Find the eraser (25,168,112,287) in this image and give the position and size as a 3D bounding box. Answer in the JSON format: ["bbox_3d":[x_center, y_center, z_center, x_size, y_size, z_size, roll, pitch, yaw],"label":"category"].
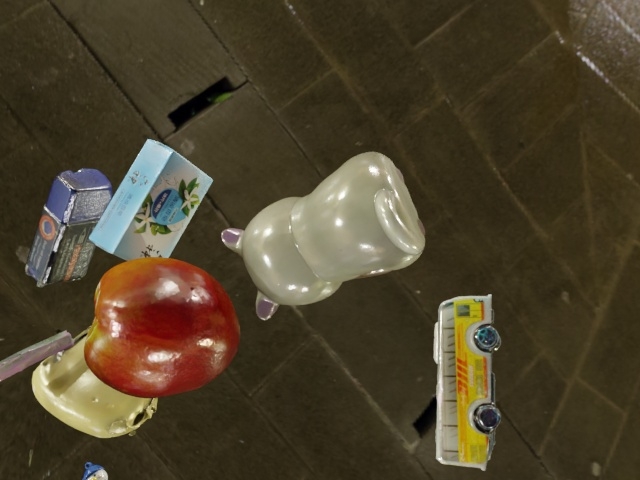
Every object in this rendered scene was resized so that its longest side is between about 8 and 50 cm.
[{"bbox_3d":[-0.660,-0.029,1.688,0.101,0.332,0.155,40,28,20],"label":"eraser"}]

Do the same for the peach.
[{"bbox_3d":[-0.269,0.153,1.139,0.274,0.245,0.249,9,72,-26],"label":"peach"}]

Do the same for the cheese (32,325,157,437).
[{"bbox_3d":[-0.552,0.371,1.632,0.315,0.128,0.259,30,61,24],"label":"cheese"}]

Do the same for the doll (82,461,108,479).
[{"bbox_3d":[-0.428,0.499,1.266,0.099,0.058,0.143,-40,67,-3],"label":"doll"}]

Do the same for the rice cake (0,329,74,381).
[{"bbox_3d":[-0.701,0.281,1.546,0.206,0.036,0.047,-26,113,-31],"label":"rice cake"}]

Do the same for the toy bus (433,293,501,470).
[{"bbox_3d":[0.234,0.221,1.020,0.106,0.092,0.268,0,78,15],"label":"toy bus"}]

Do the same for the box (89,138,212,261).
[{"bbox_3d":[-0.333,-0.065,1.277,0.232,0.083,0.142,-62,150,-7],"label":"box"}]

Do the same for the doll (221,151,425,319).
[{"bbox_3d":[0.025,-0.013,1.161,0.226,0.370,0.215,-30,95,-55],"label":"doll"}]
